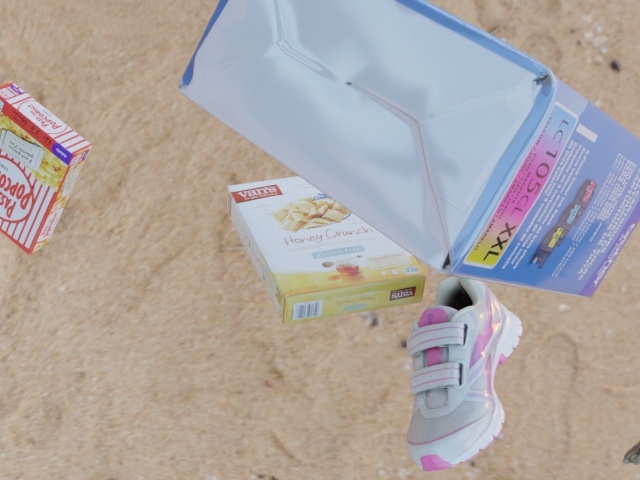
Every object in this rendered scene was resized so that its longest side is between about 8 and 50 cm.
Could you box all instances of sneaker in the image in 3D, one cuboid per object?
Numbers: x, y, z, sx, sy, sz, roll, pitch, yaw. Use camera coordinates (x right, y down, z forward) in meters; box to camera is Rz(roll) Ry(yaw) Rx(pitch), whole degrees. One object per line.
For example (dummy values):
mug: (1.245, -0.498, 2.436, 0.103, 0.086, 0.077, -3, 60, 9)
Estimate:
sneaker: (0.134, 0.131, 1.096, 0.111, 0.103, 0.252, 53, 36, -24)

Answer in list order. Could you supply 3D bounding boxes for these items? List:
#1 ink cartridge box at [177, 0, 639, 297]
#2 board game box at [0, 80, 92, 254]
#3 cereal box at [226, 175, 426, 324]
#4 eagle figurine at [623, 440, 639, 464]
ink cartridge box: (0.113, -0.085, 0.854, 0.151, 0.270, 0.395, -59, 152, 10)
board game box: (-0.411, -0.097, 1.424, 0.147, 0.193, 0.045, 38, 34, 8)
cereal box: (0.000, 0.000, 1.246, 0.173, 0.047, 0.240, -9, 38, -19)
eagle figurine: (0.419, 0.215, 0.899, 0.225, 0.298, 0.226, -36, 134, -25)
